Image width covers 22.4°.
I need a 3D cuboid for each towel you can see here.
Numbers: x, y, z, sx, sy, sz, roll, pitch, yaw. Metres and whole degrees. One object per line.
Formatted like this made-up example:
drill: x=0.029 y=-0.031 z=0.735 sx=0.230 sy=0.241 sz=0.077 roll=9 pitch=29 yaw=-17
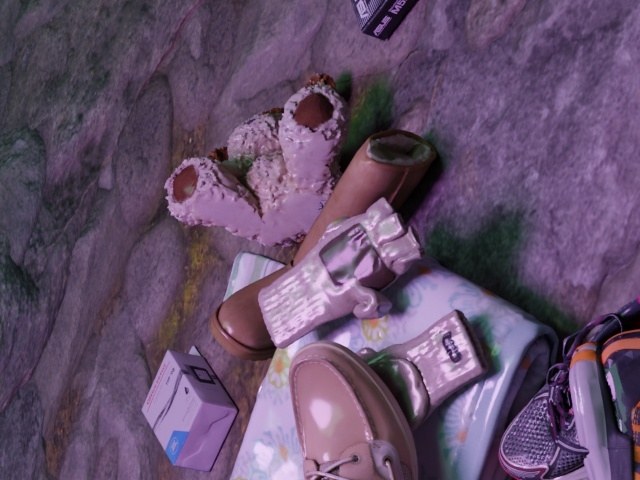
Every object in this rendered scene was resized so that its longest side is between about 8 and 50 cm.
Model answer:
towel: x=0.063 y=0.200 z=1.737 sx=0.320 sy=0.090 sz=0.374 roll=28 pitch=102 yaw=38
towel: x=-0.086 y=0.078 z=2.168 sx=0.152 sy=0.023 sz=0.113 roll=16 pitch=92 yaw=58

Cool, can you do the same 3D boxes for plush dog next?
plush dog: x=-0.050 y=-0.094 z=2.078 sx=0.262 sy=0.210 sz=0.225 roll=-30 pitch=31 yaw=13

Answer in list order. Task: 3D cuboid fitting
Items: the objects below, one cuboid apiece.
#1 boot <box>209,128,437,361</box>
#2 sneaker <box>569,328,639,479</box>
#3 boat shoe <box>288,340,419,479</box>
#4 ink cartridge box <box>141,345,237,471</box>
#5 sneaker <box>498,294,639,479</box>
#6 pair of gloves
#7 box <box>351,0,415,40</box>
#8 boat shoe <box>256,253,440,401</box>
boot: x=0.000 y=0.000 z=1.894 sx=0.089 sy=0.236 sz=0.269 roll=41 pitch=121 yaw=13
sneaker: x=0.327 y=0.228 z=1.358 sx=0.180 sy=0.124 sz=0.321 roll=-12 pitch=95 yaw=19
boat shoe: x=0.037 y=0.246 z=1.600 sx=0.109 sy=0.098 sz=0.302 roll=-22 pitch=88 yaw=30
ink cartridge box: x=-0.189 y=0.225 z=2.232 sx=0.104 sy=0.060 sz=0.180 roll=-66 pitch=33 yaw=16
sneaker: x=0.262 y=0.130 z=1.516 sx=0.299 sy=0.112 sz=0.121 roll=-48 pitch=41 yaw=38
pair of gloves: x=0.053 y=0.092 z=1.681 sx=0.204 sy=0.042 sz=0.240 roll=-42 pitch=62 yaw=23
box: x=0.095 y=-0.383 z=2.056 sx=0.184 sy=0.045 sz=0.191 roll=-48 pitch=40 yaw=33
boat shoe: x=0.033 y=0.125 z=1.892 sx=0.302 sy=0.094 sz=0.109 roll=-53 pitch=38 yaw=32
